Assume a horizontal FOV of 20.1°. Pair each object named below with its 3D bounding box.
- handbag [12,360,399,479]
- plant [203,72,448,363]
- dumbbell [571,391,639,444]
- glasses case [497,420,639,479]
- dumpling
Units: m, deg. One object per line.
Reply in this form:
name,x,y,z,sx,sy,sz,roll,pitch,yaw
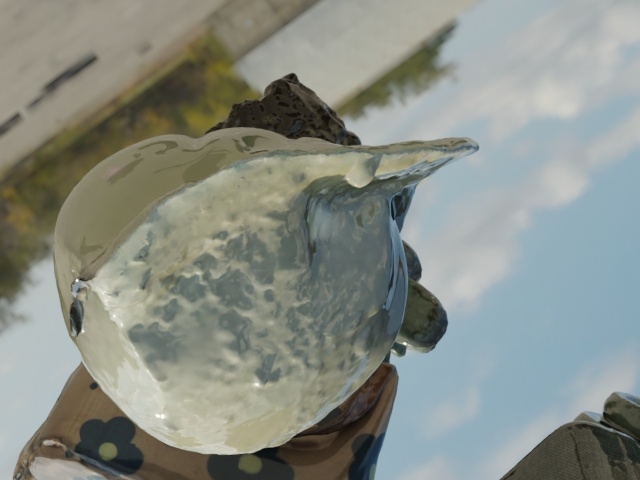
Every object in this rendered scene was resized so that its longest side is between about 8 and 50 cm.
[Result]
handbag,-0.074,0.149,1.339,0.193,0.251,0.190,-64,-177,-30
plant,0.000,-0.002,1.576,0.149,0.274,0.146,-34,-178,-25
dumbbell,0.282,0.050,1.218,0.179,0.179,0.406,-139,-111,-82
glasses case,0.087,0.244,1.079,0.323,0.074,0.131,-49,-147,35
dumpling,-0.018,0.011,0.894,0.227,0.175,0.243,-27,-162,-2
